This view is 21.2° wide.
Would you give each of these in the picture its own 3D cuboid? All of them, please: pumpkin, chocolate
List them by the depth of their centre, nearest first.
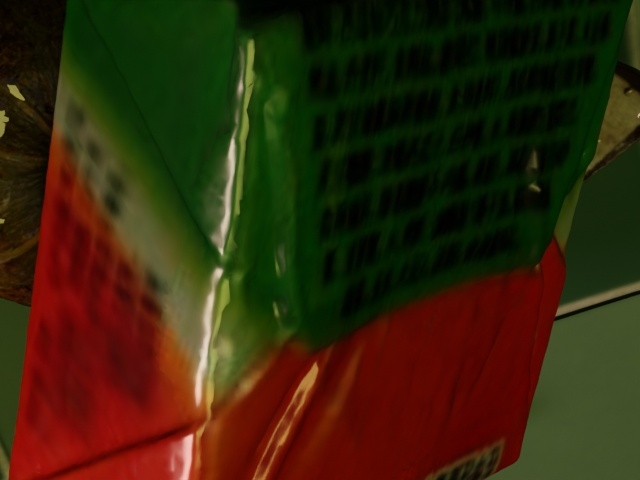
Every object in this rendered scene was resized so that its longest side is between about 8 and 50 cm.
[{"bbox_3d":[0.000,0.000,0.948,0.360,0.161,0.341,-18,125,-51],"label":"chocolate"},{"bbox_3d":[-0.151,-0.066,1.001,0.219,0.162,0.219,-14,116,-32],"label":"pumpkin"}]

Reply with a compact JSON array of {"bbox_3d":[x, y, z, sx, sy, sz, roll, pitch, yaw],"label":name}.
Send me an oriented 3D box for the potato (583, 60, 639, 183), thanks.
[{"bbox_3d":[0.114,-0.057,1.129,0.261,0.100,0.120,-39,86,29],"label":"potato"}]
